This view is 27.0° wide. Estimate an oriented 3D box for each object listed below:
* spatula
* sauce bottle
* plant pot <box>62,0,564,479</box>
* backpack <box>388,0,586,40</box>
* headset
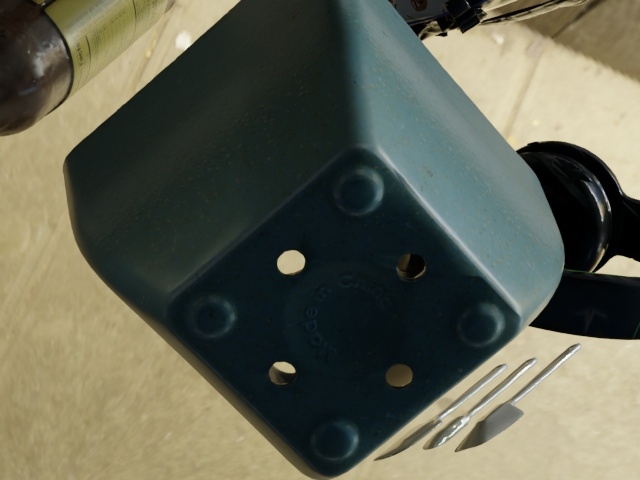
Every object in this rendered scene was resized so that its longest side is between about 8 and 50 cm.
[{"bbox_3d":[0.188,0.182,1.495,0.242,0.168,0.019,-29,93,-43],"label":"spatula"},{"bbox_3d":[-0.234,-0.155,1.052,0.111,0.111,0.344,41,42,-1],"label":"sauce bottle"},{"bbox_3d":[0.000,0.000,0.819,0.247,0.252,0.248,-40,109,10],"label":"plant pot"},{"bbox_3d":[0.165,-0.348,1.646,0.276,0.263,0.213,-21,90,-35],"label":"backpack"},{"bbox_3d":[0.152,-0.036,1.117,0.243,0.394,0.185,-12,115,-43],"label":"headset"}]
